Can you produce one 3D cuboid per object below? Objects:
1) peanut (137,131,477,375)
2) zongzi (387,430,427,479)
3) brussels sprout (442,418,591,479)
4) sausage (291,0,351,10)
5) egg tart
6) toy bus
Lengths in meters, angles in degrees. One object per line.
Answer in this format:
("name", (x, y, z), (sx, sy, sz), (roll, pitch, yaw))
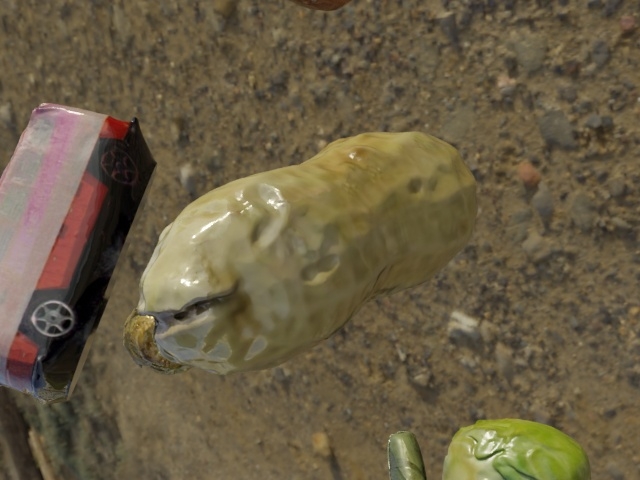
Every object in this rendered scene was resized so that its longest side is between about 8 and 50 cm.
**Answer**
("peanut", (0.000, 0.000, 0.578), (0.130, 0.290, 0.130), (19, 120, 37))
("zongzi", (0.122, 0.311, 1.140), (0.113, 0.052, 0.104), (101, 164, -71))
("brussels sprout", (0.288, 0.334, 1.204), (0.223, 0.223, 0.161), (28, 97, 51))
("sausage", (-0.040, -0.422, 1.167), (0.153, 0.268, 0.141), (-54, 51, 17))
("egg tart", (-0.229, 0.143, 1.230), (0.049, 0.129, 0.128), (-129, 28, -75))
("toy bus", (-0.276, 0.010, 0.866), (0.127, 0.147, 0.302), (116, 171, -66))
